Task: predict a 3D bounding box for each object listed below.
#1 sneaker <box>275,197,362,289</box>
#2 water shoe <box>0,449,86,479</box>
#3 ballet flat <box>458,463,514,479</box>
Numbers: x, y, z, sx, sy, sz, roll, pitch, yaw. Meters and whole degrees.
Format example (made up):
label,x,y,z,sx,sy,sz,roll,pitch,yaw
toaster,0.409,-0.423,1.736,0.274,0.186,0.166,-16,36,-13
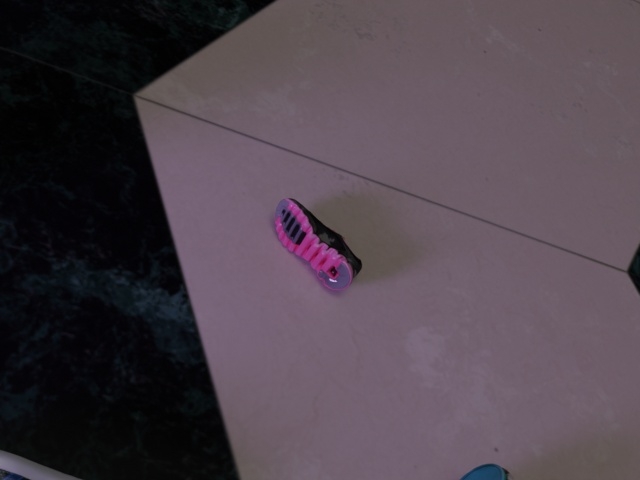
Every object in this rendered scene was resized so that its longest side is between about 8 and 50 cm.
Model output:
label,x,y,z,sx,sy,sz,roll,pitch,yaw
sneaker,0.000,0.000,0.911,0.119,0.047,0.057,50,36,9
water shoe,-0.229,0.209,0.621,0.203,0.073,0.080,20,52,-11
ballet flat,0.108,0.302,0.724,0.241,0.091,0.077,-44,112,-37
